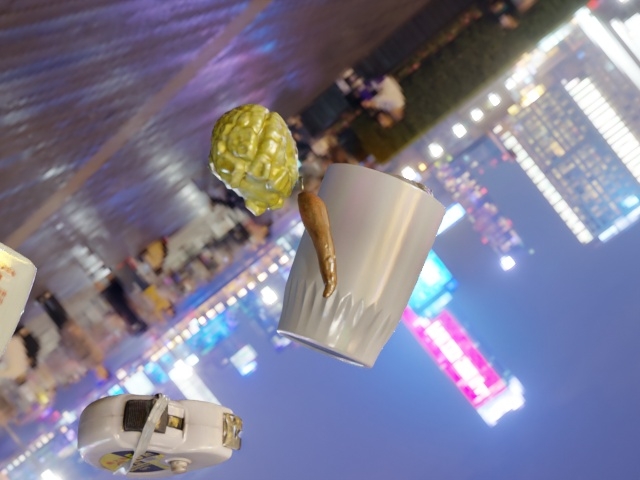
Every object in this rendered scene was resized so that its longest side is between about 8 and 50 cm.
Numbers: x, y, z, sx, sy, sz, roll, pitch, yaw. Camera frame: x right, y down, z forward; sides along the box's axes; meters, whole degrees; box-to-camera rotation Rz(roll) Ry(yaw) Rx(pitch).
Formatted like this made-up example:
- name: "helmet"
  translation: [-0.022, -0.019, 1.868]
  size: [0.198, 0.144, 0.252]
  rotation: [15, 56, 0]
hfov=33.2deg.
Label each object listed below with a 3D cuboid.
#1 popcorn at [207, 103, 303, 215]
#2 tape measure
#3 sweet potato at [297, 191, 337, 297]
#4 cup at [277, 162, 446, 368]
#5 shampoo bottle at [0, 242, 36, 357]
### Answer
- name: "popcorn"
  translation: [-0.097, -0.124, 1.650]
  size: [0.142, 0.173, 0.173]
  rotation: [-17, 176, -11]
- name: "tape measure"
  translation: [-0.271, 0.300, 1.646]
  size: [0.236, 0.197, 0.120]
  rotation: [-23, -126, 35]
- name: "sweet potato"
  translation: [0.000, 0.000, 1.844]
  size: [0.050, 0.214, 0.050]
  rotation: [-11, 147, -7]
- name: "cup"
  translation: [0.071, 0.044, 2.106]
  size: [0.253, 0.253, 0.371]
  rotation: [145, -31, -78]
- name: "shampoo bottle"
  translation: [-0.407, 0.118, 1.091]
  size: [0.071, 0.153, 0.284]
  rotation: [-9, -124, 48]
